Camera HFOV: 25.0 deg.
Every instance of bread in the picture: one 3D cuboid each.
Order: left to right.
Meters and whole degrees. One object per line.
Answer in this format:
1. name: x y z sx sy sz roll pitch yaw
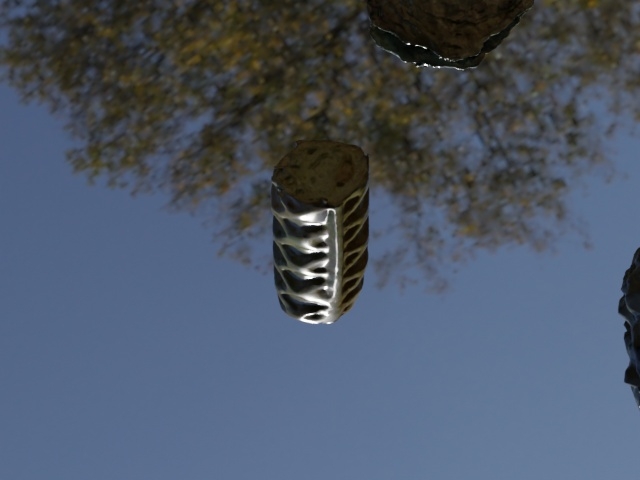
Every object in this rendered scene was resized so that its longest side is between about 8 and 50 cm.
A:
1. bread: -0.001 0.001 1.496 0.087 0.269 0.098 36 -117 20

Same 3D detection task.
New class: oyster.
1. oyster: 0.164 -0.319 1.723 0.198 0.112 0.267 27 -117 5

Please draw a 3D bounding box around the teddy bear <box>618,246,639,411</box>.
1. teddy bear: 0.335 0.132 1.100 0.224 0.367 0.357 -29 -59 -17
